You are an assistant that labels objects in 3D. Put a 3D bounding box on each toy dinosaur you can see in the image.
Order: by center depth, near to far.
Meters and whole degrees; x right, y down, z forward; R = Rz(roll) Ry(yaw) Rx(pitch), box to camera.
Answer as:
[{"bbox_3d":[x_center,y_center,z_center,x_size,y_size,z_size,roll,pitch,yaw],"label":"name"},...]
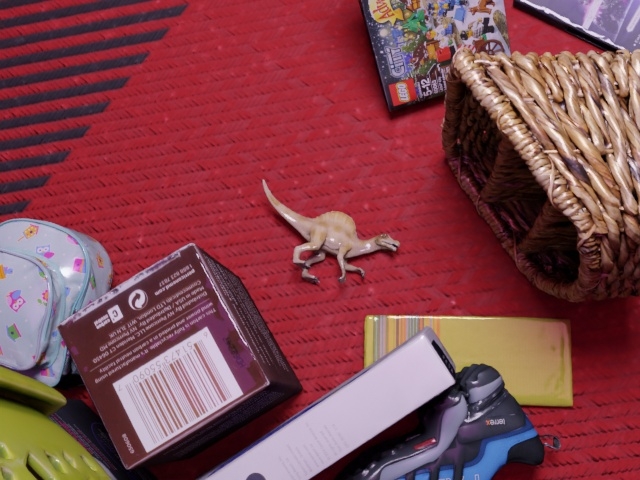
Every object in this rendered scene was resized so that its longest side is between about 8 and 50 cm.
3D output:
[{"bbox_3d":[0.000,0.000,0.977,0.183,0.053,0.093,21,66,4],"label":"toy dinosaur"}]

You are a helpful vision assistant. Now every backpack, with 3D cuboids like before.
[{"bbox_3d":[-0.341,0.067,0.955,0.165,0.144,0.189,13,77,16],"label":"backpack"}]

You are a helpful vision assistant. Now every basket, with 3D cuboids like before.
[{"bbox_3d":[0.236,-0.046,0.819,0.222,0.299,0.214,0,80,5],"label":"basket"}]

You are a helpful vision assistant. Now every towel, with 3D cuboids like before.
[{"bbox_3d":[0.168,0.139,0.934,0.237,0.021,0.102,0,84,7],"label":"towel"}]

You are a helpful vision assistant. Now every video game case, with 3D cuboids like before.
[{"bbox_3d":[0.406,-0.314,0.991,0.274,0.026,0.196,30,84,13],"label":"video game case"}]

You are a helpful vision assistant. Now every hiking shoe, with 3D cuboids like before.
[{"bbox_3d":[0.105,0.272,0.867,0.304,0.113,0.132,-41,86,4],"label":"hiking shoe"}]

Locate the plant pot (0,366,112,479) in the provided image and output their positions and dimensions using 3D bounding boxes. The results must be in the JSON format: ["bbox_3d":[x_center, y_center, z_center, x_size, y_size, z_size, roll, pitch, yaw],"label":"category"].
[{"bbox_3d":[-0.287,0.214,0.600,0.228,0.227,0.207,-32,69,-2],"label":"plant pot"}]

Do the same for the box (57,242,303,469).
[{"bbox_3d":[-0.143,0.131,0.881,0.168,0.203,0.167,-32,76,0],"label":"box"}]

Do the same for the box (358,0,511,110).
[{"bbox_3d":[0.126,-0.278,0.927,0.159,0.233,0.044,-18,38,4],"label":"box"}]

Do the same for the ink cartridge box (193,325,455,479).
[{"bbox_3d":[-0.008,0.207,0.857,0.332,0.165,0.065,-34,83,7],"label":"ink cartridge box"}]

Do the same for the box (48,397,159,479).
[{"bbox_3d":[-0.297,0.265,0.839,0.165,0.270,0.143,41,84,14],"label":"box"}]
